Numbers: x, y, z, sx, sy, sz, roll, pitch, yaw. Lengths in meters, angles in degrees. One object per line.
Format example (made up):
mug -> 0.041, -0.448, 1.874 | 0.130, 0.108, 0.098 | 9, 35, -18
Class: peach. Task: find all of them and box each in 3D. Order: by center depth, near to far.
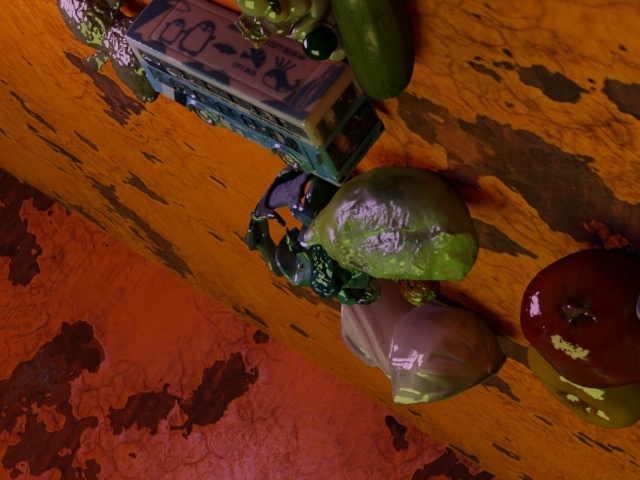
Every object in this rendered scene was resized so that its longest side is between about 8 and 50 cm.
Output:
peach -> 0.354, 0.172, 1.598 | 0.179, 0.103, 0.179 | 30, 165, 9

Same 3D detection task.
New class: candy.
candy -> 0.085, 0.039, 1.833 | 0.201, 0.060, 0.060 | 25, 166, 6

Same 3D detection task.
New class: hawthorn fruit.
hawthorn fruit -> 0.276, 0.078, 1.273 | 0.162, 0.163, 0.203 | 24, -176, 38

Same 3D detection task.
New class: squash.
squash -> 0.046, -0.194, 1.090 | 0.066, 0.066, 0.252 | 29, 166, 21

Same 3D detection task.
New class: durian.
durian -> 0.087, -0.023, 1.465 | 0.250, 0.139, 0.101 | 21, 156, 43

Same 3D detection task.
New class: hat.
hat -> 0.162, 0.121, 1.864 | 0.164, 0.219, 0.226 | -27, 95, 47

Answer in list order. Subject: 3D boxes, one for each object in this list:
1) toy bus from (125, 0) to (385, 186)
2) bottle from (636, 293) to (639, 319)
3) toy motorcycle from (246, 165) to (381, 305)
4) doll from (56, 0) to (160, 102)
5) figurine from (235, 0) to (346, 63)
toy bus -> -0.077, -0.178, 1.388 | 0.297, 0.106, 0.131 | 28, 162, 31
bottle -> 0.462, 0.137, 1.206 | 0.330, 0.093, 0.093 | 37, 167, -11
toy motorcycle -> 0.000, 0.000, 1.699 | 0.206, 0.154, 0.260 | 19, 150, 4
doll -> -0.301, -0.290, 1.581 | 0.285, 0.091, 0.203 | 16, 128, 24
figurine -> -0.029, -0.217, 1.138 | 0.147, 0.093, 0.197 | 49, 175, 25
